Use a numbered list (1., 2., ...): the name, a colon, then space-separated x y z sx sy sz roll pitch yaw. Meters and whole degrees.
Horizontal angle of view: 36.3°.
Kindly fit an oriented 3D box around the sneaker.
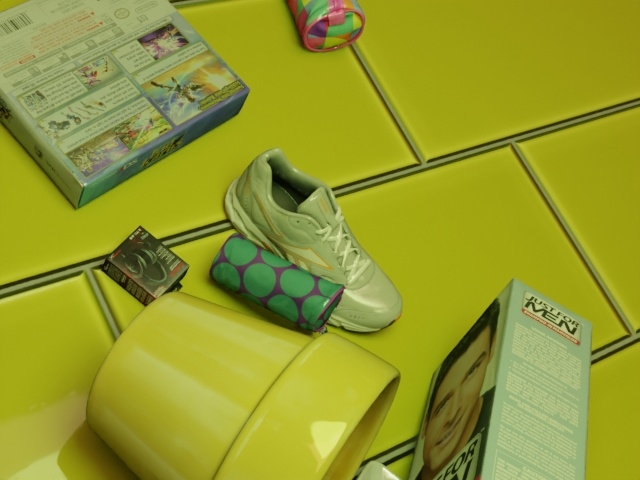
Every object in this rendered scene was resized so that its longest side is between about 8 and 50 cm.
1. sneaker: 0.000 0.000 1.156 0.262 0.121 0.099 41 55 3

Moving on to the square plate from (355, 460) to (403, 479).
1. square plate: 0.115 0.418 0.939 0.347 0.049 0.344 38 32 8

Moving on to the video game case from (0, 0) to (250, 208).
1. video game case: -0.264 -0.199 1.193 0.244 0.061 0.269 47 55 9

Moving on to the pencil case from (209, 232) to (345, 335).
1. pencil case: -0.050 0.048 1.118 0.152 0.064 0.070 27 17 14

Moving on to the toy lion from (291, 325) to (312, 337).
1. toy lion: -0.053 0.146 1.106 0.100 0.034 0.096 -2 70 -25

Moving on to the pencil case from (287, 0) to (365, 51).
1. pencil case: -0.016 -0.384 1.387 0.104 0.104 0.236 -10 67 -28

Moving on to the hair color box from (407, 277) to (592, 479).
1. hair color box: 0.176 0.229 0.999 0.114 0.185 0.374 30 36 -3

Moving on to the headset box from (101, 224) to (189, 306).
1. headset box: -0.194 0.034 1.106 0.083 0.032 0.062 39 54 3

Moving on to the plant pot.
1. plant pot: -0.085 0.178 0.957 0.239 0.254 0.254 29 53 14
